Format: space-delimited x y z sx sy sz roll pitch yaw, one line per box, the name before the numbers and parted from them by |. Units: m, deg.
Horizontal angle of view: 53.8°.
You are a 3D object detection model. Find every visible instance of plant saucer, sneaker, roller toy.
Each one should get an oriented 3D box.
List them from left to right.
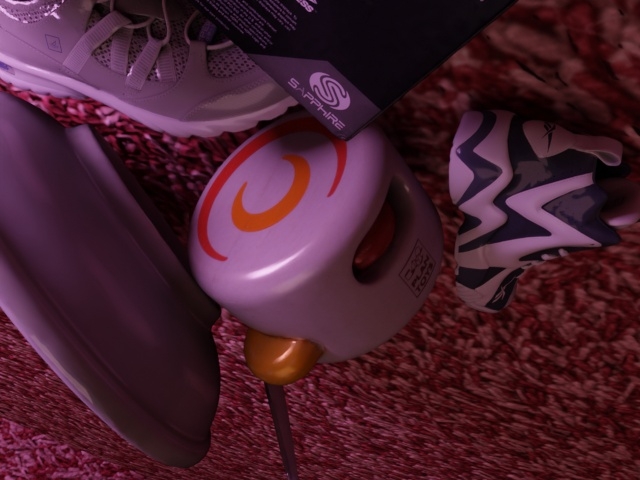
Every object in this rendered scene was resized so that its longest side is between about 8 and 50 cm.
plant saucer | -0.189 0.009 0.575 0.100 0.400 0.400 -35 138 -7
sneaker | -0.133 -0.152 0.448 0.281 0.105 0.115 9 146 10
roller toy | 0.000 0.000 0.535 0.191 0.209 0.146 -30 131 15
sneaker | 0.199 -0.008 0.539 0.153 0.094 0.235 8 136 24

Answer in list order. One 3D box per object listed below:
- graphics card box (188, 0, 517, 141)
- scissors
graphics card box | 0.049 -0.224 0.256 0.233 0.094 0.371 39 139 -14
scissors | -0.050 0.084 0.605 0.021 0.297 0.109 -31 161 20
